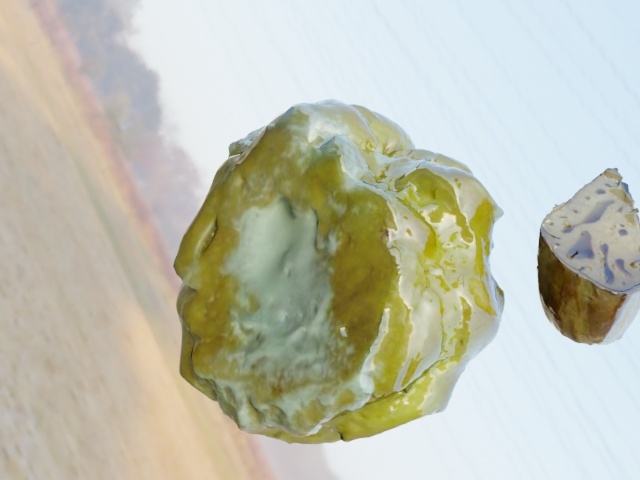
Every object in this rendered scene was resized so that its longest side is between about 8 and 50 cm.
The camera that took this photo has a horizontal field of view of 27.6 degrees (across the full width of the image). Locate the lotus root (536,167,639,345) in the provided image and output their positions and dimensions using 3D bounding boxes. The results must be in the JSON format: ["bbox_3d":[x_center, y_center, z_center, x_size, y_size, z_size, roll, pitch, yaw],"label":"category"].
[{"bbox_3d":[0.246,0.028,1.206,0.159,0.095,0.135,-85,176,-56],"label":"lotus root"}]

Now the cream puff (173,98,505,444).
[{"bbox_3d":[0.040,0.033,1.353,0.275,0.378,0.378,14,40,-52],"label":"cream puff"}]
